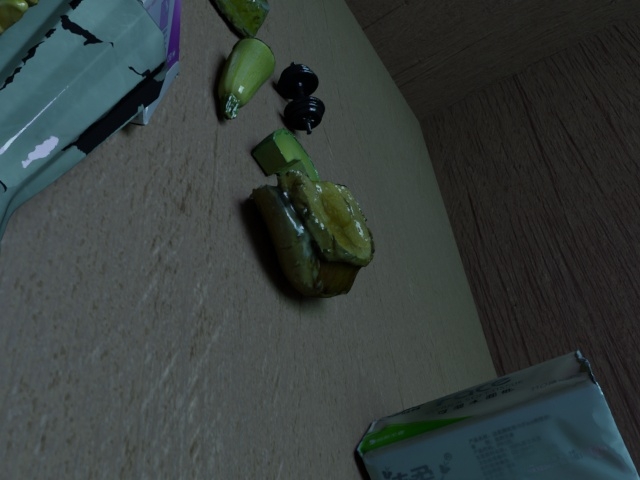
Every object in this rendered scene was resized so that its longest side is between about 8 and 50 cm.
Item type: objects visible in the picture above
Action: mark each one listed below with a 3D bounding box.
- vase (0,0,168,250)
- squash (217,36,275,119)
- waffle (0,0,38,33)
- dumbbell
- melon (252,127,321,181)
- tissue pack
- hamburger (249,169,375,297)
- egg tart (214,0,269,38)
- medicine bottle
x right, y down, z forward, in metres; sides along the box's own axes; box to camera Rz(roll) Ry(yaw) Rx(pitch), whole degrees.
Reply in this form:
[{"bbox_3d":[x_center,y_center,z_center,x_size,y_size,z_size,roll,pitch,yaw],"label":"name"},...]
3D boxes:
[{"bbox_3d":[-0.260,-0.124,0.559,0.165,0.165,0.360,53,27,-30],"label":"vase"},{"bbox_3d":[-0.149,-0.293,1.140,0.094,0.094,0.224,53,30,-32],"label":"squash"},{"bbox_3d":[-0.299,-0.156,0.468,0.038,0.191,0.191,57,21,-35],"label":"waffle"},{"bbox_3d":[-0.045,-0.332,1.402,0.099,0.099,0.208,33,39,-56],"label":"dumbbell"},{"bbox_3d":[-0.057,-0.138,1.211,0.209,0.064,0.118,56,21,-31],"label":"melon"},{"bbox_3d":[0.320,0.412,1.032,0.331,0.405,0.205,66,17,1],"label":"tissue pack"},{"bbox_3d":[0.000,0.000,1.089,0.309,0.132,0.211,13,56,-65],"label":"hamburger"},{"bbox_3d":[-0.179,-0.548,1.345,0.197,0.078,0.197,52,20,-28],"label":"egg tart"},{"bbox_3d":[-0.234,-0.273,0.817,0.201,0.052,0.171,-86,-174,-54],"label":"medicine bottle"}]
